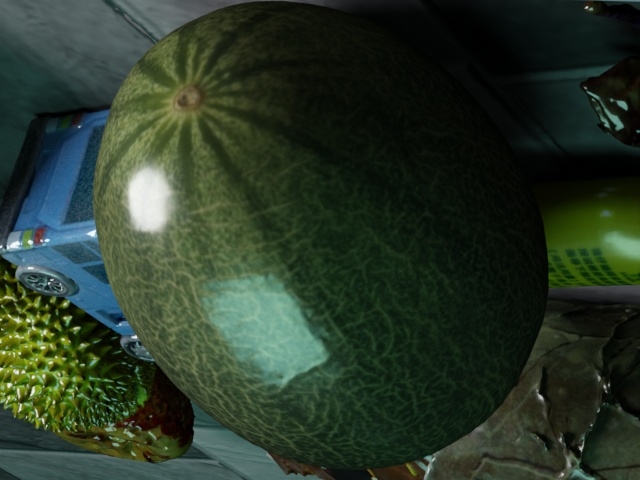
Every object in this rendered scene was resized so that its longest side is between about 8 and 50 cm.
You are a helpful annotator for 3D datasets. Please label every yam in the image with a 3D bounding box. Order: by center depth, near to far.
[{"bbox_3d":[0.238,0.160,1.291,0.348,0.241,0.241,2,155,18],"label":"yam"}]

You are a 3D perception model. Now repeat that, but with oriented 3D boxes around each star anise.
[{"bbox_3d":[0.176,-0.076,0.964,0.097,0.070,0.190,44,-168,32],"label":"star anise"}]

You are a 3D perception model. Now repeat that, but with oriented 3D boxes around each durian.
[{"bbox_3d":[-0.208,0.066,1.431,0.146,0.159,0.198,-4,151,28],"label":"durian"}]

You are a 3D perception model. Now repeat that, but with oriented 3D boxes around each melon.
[{"bbox_3d":[0.000,0.000,1.043,0.237,0.238,0.302,-1,149,33],"label":"melon"}]

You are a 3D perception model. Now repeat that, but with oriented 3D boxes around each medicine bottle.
[{"bbox_3d":[0.216,-0.007,1.119,0.260,0.064,0.095,-3,154,38],"label":"medicine bottle"}]

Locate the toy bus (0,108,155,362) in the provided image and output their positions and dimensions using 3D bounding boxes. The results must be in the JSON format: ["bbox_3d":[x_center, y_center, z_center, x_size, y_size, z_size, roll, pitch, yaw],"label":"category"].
[{"bbox_3d":[-0.103,0.011,1.294,0.133,0.116,0.234,-9,147,38],"label":"toy bus"}]

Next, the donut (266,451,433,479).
[{"bbox_3d":[0.050,0.157,1.538,0.230,0.096,0.216,23,150,21],"label":"donut"}]

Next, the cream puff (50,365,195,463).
[{"bbox_3d":[-0.184,0.155,1.732,0.149,0.084,0.149,13,162,4],"label":"cream puff"}]
